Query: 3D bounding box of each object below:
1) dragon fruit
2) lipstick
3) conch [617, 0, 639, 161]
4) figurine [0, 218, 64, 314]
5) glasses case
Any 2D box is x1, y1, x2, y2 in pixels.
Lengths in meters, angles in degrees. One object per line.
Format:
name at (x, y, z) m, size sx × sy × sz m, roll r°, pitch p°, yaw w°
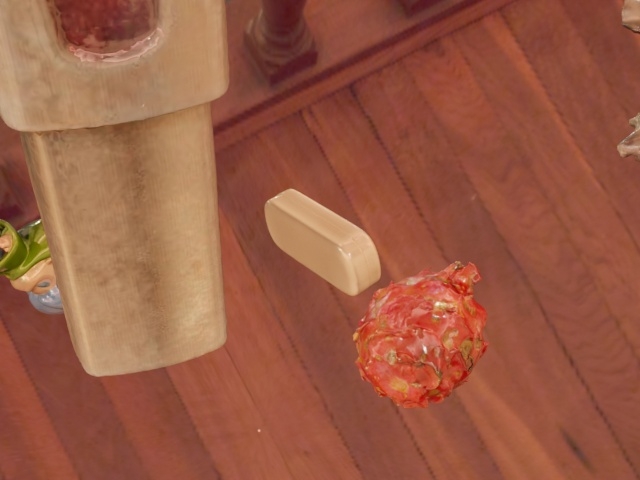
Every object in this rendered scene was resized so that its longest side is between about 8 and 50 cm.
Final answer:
dragon fruit at (0.172, 0.146, 1.720) m, size 0.205 × 0.210 × 0.268 m, roll 26°, pitch 65°, yaw 19°
lipstick at (-0.071, -0.063, 0.340) m, size 0.079 × 0.253 × 0.077 m, roll -11°, pitch 45°, yaw -14°
conch at (0.347, -0.118, 0.849) m, size 0.240 × 0.186 × 0.313 m, roll -11°, pitch 69°, yaw -3°
figurine at (-0.441, 0.026, 1.606) m, size 0.263 × 0.162 × 0.143 m, roll 20°, pitch 61°, yaw -43°
glasses case at (0.000, 0.000, 1.316) m, size 0.050 × 0.083 × 0.196 m, roll -32°, pitch 40°, yaw -22°
